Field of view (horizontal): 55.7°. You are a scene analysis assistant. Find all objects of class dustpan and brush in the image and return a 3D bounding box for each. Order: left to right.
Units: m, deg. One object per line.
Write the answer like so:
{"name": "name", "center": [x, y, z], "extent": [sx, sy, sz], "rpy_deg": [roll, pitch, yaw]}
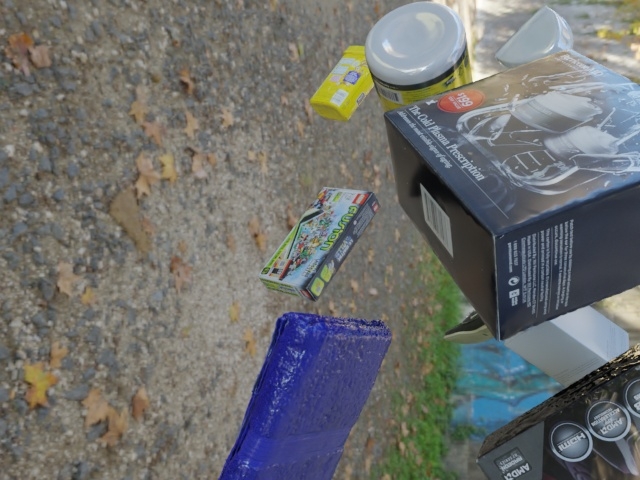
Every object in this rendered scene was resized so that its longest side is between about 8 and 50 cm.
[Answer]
{"name": "dustpan and brush", "center": [0.470, -0.378, 1.232], "extent": [0.060, 0.147, 0.211], "rpy_deg": [34, 19, -35]}

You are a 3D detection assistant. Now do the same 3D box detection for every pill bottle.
{"name": "pill bottle", "center": [0.216, -0.293, 1.227], "extent": [0.334, 0.187, 0.188], "rpy_deg": [57, 34, -56]}

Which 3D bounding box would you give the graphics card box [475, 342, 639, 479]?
{"name": "graphics card box", "center": [0.375, 0.328, 0.655], "extent": [0.371, 0.232, 0.094], "rpy_deg": [56, 21, 13]}

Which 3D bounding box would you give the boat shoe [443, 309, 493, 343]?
{"name": "boat shoe", "center": [0.434, 0.232, 1.667], "extent": [0.084, 0.233, 0.079], "rpy_deg": [23, 56, -25]}

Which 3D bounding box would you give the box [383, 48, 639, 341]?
{"name": "box", "center": [0.298, -0.085, 0.828], "extent": [0.343, 0.312, 0.179], "rpy_deg": [-116, -171, -52]}

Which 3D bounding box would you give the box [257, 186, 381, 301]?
{"name": "box", "center": [0.000, 0.000, 0.987], "extent": [0.207, 0.114, 0.036], "rpy_deg": [-55, 132, -26]}

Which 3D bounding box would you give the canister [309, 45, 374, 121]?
{"name": "canister", "center": [0.064, -0.366, 1.415], "extent": [0.170, 0.126, 0.073], "rpy_deg": [-54, 130, -9]}

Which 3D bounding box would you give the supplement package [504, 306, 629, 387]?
{"name": "supplement package", "center": [0.427, 0.171, 1.051], "extent": [0.105, 0.179, 0.105], "rpy_deg": [-49, -171, 45]}

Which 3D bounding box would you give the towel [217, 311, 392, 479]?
{"name": "towel", "center": [-0.029, 0.242, 0.832], "extent": [0.227, 0.076, 0.308], "rpy_deg": [15, 101, -54]}
